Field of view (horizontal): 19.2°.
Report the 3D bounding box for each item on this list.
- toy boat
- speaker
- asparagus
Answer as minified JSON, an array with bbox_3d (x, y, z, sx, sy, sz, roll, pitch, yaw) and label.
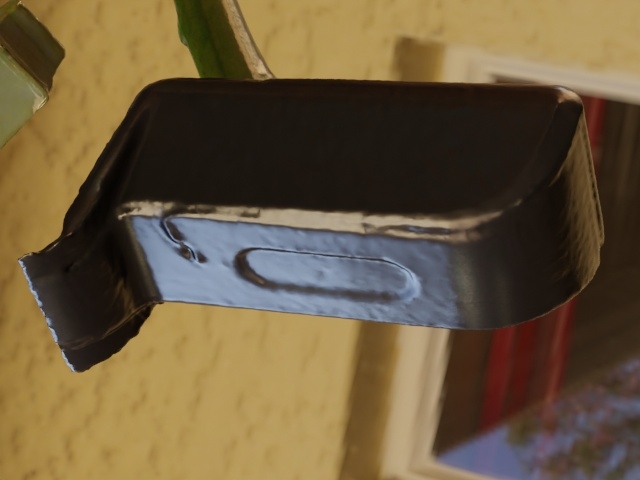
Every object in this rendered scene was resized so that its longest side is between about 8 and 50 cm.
[{"bbox_3d":[-0.371,-0.115,1.871,0.276,0.084,0.111,-39,-56,6],"label":"toy boat"},{"bbox_3d":[0.000,0.000,1.394,0.180,0.388,0.184,72,-152,-46],"label":"speaker"},{"bbox_3d":[-0.079,-0.151,1.646,0.277,0.067,0.060,66,-174,27],"label":"asparagus"}]
